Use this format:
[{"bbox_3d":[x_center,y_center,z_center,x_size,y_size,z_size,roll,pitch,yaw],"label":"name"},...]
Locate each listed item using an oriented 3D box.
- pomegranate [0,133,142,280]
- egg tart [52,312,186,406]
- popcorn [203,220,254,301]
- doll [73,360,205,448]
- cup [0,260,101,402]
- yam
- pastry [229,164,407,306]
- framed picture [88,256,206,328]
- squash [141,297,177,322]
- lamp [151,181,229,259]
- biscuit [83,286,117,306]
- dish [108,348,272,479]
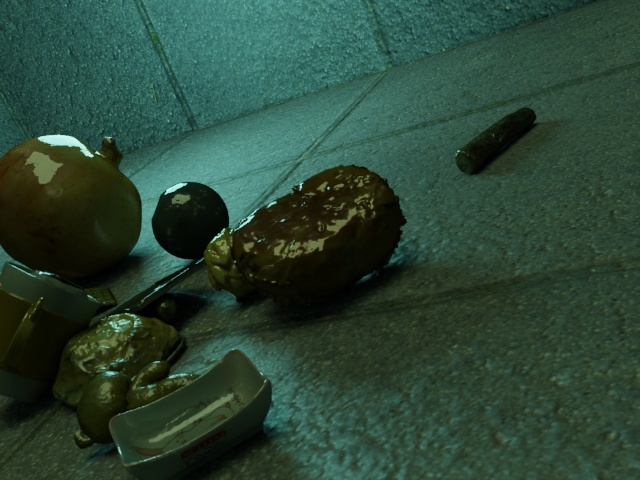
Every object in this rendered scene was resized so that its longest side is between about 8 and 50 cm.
[{"bbox_3d":[-0.650,-0.098,2.018,0.412,0.411,0.411,-20,20,8],"label":"pomegranate"},{"bbox_3d":[-0.369,0.200,1.385,0.252,0.098,0.232,-23,23,-12],"label":"egg tart"},{"bbox_3d":[-0.152,0.039,1.501,0.148,0.152,0.167,31,26,33],"label":"popcorn"},{"bbox_3d":[-0.261,0.252,1.164,0.210,0.097,0.137,-3,55,10],"label":"doll"},{"bbox_3d":[-0.526,0.164,1.392,0.226,0.185,0.241,-65,11,-6],"label":"cup"},{"bbox_3d":[0.389,-0.228,1.714,0.274,0.061,0.061,-36,23,-35],"label":"yam"},{"bbox_3d":[0.000,0.000,1.377,0.311,0.161,0.255,-31,35,-11],"label":"pastry"},{"bbox_3d":[-0.353,0.111,1.586,0.209,0.019,0.281,-37,8,-37],"label":"framed picture"},{"bbox_3d":[-0.320,0.137,1.530,0.052,0.052,0.183,-32,10,-23],"label":"squash"},{"bbox_3d":[-0.301,-0.069,1.877,0.182,0.181,0.314,-20,18,9],"label":"lamp"},{"bbox_3d":[-0.590,0.137,1.769,0.232,0.016,0.139,-5,14,-22],"label":"biscuit"},{"bbox_3d":[-0.166,0.247,1.050,0.212,0.077,0.151,-29,22,-16],"label":"dish"}]
